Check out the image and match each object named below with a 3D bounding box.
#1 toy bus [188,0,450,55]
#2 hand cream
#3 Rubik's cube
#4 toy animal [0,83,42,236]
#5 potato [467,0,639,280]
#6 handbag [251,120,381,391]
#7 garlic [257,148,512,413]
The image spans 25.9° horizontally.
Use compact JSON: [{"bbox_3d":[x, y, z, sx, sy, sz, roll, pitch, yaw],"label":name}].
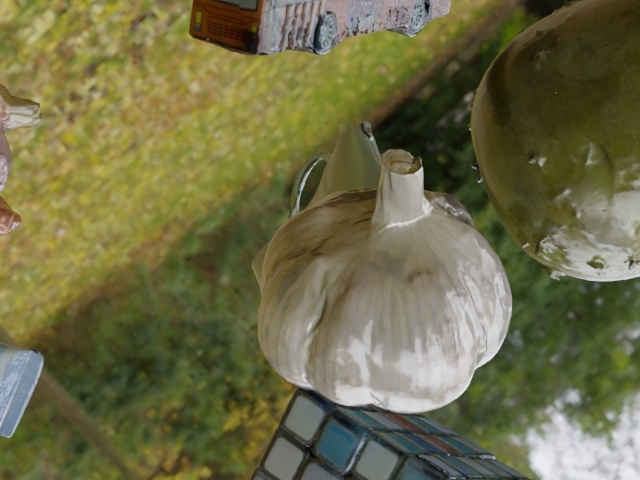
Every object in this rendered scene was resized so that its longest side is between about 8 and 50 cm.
[{"bbox_3d":[0.016,-0.243,1.390,0.409,0.093,0.092,-25,126,-58],"label":"toy bus"},{"bbox_3d":[-0.386,0.100,1.349,0.088,0.256,0.055,-66,164,-2],"label":"hand cream"},{"bbox_3d":[0.081,0.370,1.682,0.287,0.292,0.293,19,97,-59],"label":"Rubik's cube"},{"bbox_3d":[-0.318,-0.136,1.074,0.195,0.281,0.169,-8,-173,-28],"label":"toy animal"},{"bbox_3d":[0.311,-0.127,1.285,0.359,0.270,0.219,-33,147,7],"label":"potato"},{"bbox_3d":[0.000,0.000,1.567,0.241,0.109,0.315,-53,-142,27],"label":"handbag"},{"bbox_3d":[0.055,0.010,1.102,0.218,0.218,0.212,-41,147,-43],"label":"garlic"}]
